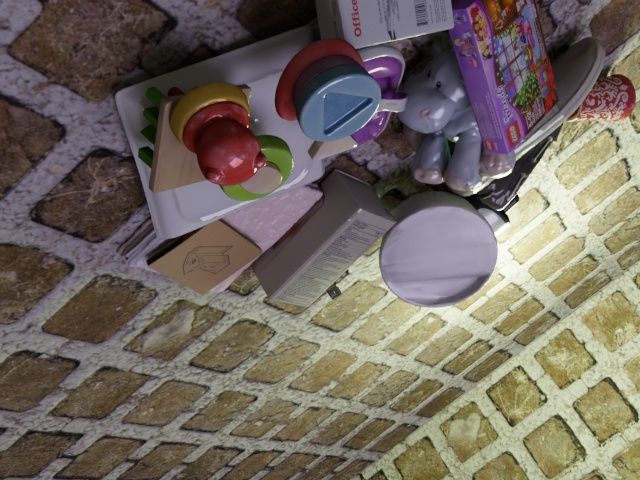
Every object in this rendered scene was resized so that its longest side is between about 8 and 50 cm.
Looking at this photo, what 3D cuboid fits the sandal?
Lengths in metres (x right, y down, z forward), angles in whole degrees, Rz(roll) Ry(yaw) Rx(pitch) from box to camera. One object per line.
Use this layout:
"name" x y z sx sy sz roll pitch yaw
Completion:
"sandal" 0.091 -0.234 1.498 0.169 0.102 0.416 -30 170 1

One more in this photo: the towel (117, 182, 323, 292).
"towel" -0.192 -0.031 1.688 0.332 0.053 0.317 -42 149 17

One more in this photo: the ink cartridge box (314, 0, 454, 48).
"ink cartridge box" 0.097 -0.393 1.326 0.208 0.087 0.153 -17 107 -25

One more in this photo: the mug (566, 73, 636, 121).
"mug" 0.646 -0.322 2.007 0.169 0.113 0.150 -10 141 -29

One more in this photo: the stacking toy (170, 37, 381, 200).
"stacking toy" -0.043 -0.142 1.281 0.309 0.130 0.279 -25 149 -5

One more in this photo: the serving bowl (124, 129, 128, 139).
"serving bowl" -0.283 -0.184 1.398 0.083 0.027 0.083 -24 149 -16

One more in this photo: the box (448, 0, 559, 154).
"box" 0.339 -0.334 1.535 0.201 0.057 0.293 -44 125 -30

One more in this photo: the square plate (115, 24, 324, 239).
"square plate" -0.149 -0.168 1.449 0.347 0.049 0.344 -23 141 -16

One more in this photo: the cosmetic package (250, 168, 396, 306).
"cosmetic package" 0.000 0.000 1.840 0.296 0.129 0.153 -44 147 19

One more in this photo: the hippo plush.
"hippo plush" 0.279 -0.248 1.636 0.294 0.234 0.236 -36 151 6

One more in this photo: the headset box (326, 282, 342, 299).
"headset box" 0.018 0.103 2.054 0.032 0.083 0.062 -33 151 0

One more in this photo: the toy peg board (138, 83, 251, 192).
"toy peg board" -0.207 -0.176 1.312 0.161 0.079 0.161 -20 139 -40

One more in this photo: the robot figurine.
"robot figurine" 0.349 -0.054 2.059 0.278 0.173 0.209 -42 115 15

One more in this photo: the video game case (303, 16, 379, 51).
"video game case" 0.012 -0.316 1.491 0.193 0.023 0.212 -36 151 5

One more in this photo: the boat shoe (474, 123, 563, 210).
"boat shoe" 0.478 -0.214 1.936 0.095 0.112 0.335 43 86 -21

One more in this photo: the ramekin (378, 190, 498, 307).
"ramekin" 0.262 0.011 1.915 0.273 0.127 0.273 -1 120 -2

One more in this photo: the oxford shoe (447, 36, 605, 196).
"oxford shoe" 0.429 -0.284 1.829 0.449 0.169 0.130 -43 113 14

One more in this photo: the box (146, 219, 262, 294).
"box" -0.228 0.032 1.676 0.164 0.021 0.201 -36 150 9
